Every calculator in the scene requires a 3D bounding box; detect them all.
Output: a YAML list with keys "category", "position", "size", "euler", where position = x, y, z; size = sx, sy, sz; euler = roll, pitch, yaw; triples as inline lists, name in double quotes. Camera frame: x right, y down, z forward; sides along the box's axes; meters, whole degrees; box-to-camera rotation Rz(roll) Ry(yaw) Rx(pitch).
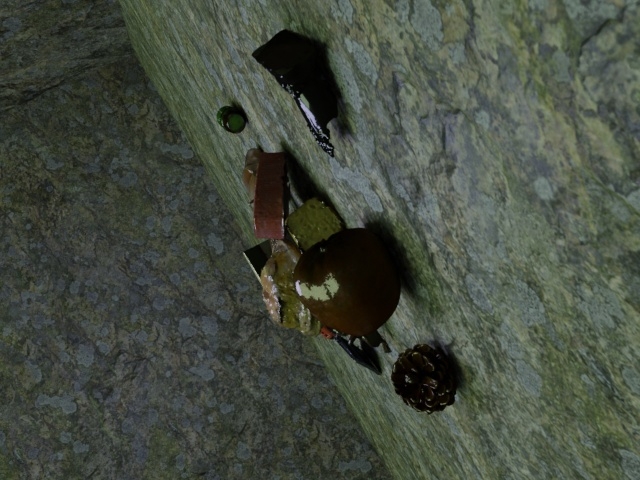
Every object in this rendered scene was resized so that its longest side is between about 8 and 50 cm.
- category: "calculator"
  position: [0.151, 0.470, 2.259]
  size: [0.166, 0.028, 0.274]
  euler: [47, -176, 39]

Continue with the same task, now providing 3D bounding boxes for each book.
- category: "book"
  position: [-0.167, 0.079, 2.262]
  size: [0.026, 0.289, 0.201]
  euler: [-38, 82, 45]

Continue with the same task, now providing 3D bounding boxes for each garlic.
- category: "garlic"
  position: [-0.244, -0.219, 2.140]
  size: [0.228, 0.110, 0.217]
  euler: [72, -179, -65]

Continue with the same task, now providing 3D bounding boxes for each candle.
- category: "candle"
  position: [-0.167, -0.147, 1.804]
  size: [0.317, 0.131, 0.287]
  euler: [-95, 7, -78]

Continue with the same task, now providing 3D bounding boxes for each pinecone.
- category: "pinecone"
  position: [0.278, 0.371, 1.493]
  size: [0.185, 0.168, 0.212]
  euler: [30, 164, 36]

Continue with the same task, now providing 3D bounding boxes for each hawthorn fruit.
- category: "hawthorn fruit"
  position: [0.086, 0.123, 1.457]
  size: [0.301, 0.268, 0.268]
  euler: [54, 169, -19]

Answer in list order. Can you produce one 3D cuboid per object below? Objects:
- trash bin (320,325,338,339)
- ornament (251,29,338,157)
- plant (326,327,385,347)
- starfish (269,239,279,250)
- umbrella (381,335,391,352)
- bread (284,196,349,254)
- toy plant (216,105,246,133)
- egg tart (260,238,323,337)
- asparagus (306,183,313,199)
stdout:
- category: "trash bin"
  position: [-0.003, 0.264, 2.153]
  size: [0.238, 0.161, 0.184]
  euler: [40, 171, -18]
- category: "ornament"
  position: [-0.034, -0.332, 1.283]
  size: [0.260, 0.106, 0.251]
  euler: [59, 177, -41]
- category: "plant"
  position: [0.093, 0.243, 1.848]
  size: [0.234, 0.178, 0.204]
  euler: [44, 156, 40]
- category: "starfish"
  position: [-0.132, -0.013, 2.090]
  size: [0.384, 0.132, 0.398]
  euler: [87, 163, -66]
- category: "umbrella"
  position: [0.232, 0.378, 1.981]
  size: [0.083, 0.020, 0.031]
  euler: [68, 164, -15]
- category: "bread"
  position: [0.005, 0.002, 1.709]
  size: [0.260, 0.160, 0.147]
  euler: [53, 173, -3]
- category: "toy plant"
  position: [-0.341, -0.460, 2.082]
  size: [0.162, 0.093, 0.093]
  euler: [43, 159, 57]
- category: "egg tart"
  position: [-0.109, 0.168, 1.821]
  size: [0.352, 0.150, 0.352]
  euler: [52, 153, 42]
- category: "asparagus"
  position: [-0.031, -0.139, 1.818]
  size: [0.018, 0.015, 0.127]
  euler: [47, 162, 36]
